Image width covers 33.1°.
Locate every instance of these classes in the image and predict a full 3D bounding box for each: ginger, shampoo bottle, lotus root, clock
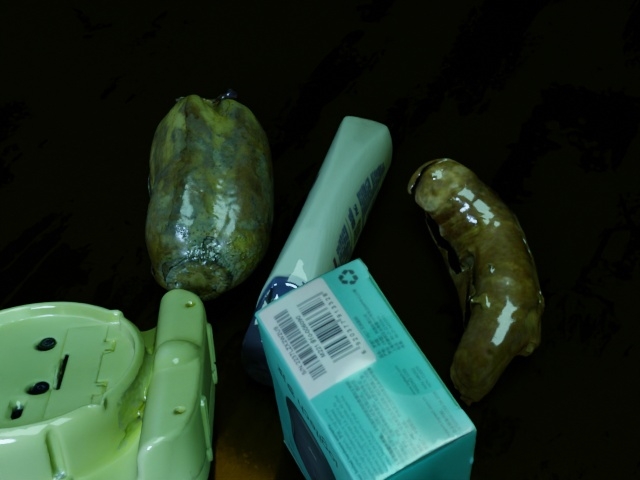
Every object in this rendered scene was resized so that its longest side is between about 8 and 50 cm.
[{"bbox_3d":[0.197,0.037,1.299,0.133,0.107,0.309,0,55,-22],"label":"ginger"},{"bbox_3d":[0.000,0.000,1.288,0.078,0.134,0.359,17,53,10],"label":"shampoo bottle"},{"bbox_3d":[-0.135,-0.053,1.306,0.152,0.160,0.274,19,50,-21],"label":"lotus root"},{"bbox_3d":[-0.283,0.167,1.088,0.348,0.117,0.286,-4,28,-2],"label":"clock"}]

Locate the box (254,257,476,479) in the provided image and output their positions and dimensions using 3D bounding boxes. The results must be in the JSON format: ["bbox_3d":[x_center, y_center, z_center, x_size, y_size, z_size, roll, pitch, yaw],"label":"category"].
[{"bbox_3d":[0.044,0.189,1.038,0.118,0.311,0.205,-25,59,-11],"label":"box"}]
